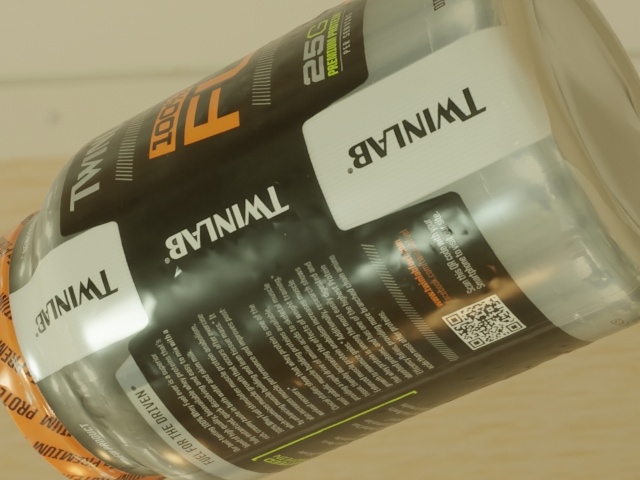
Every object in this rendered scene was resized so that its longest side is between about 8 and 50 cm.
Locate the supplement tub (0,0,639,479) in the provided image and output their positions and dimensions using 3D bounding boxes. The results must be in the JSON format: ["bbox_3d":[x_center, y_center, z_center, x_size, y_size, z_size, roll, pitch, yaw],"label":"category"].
[{"bbox_3d":[0.000,0.000,0.801,0.193,0.316,0.194,46,-151,-36],"label":"supplement tub"}]
